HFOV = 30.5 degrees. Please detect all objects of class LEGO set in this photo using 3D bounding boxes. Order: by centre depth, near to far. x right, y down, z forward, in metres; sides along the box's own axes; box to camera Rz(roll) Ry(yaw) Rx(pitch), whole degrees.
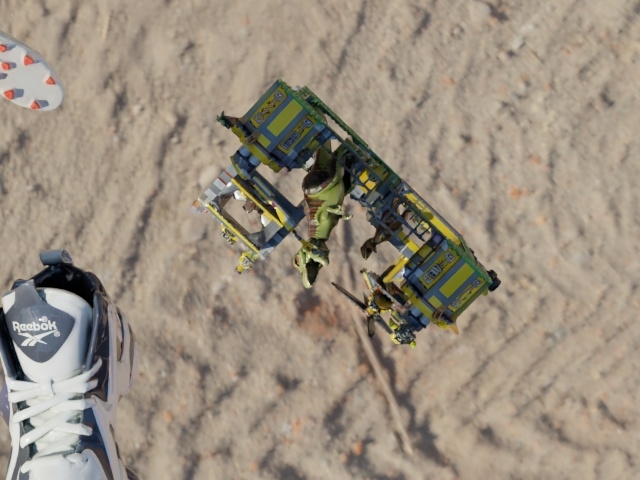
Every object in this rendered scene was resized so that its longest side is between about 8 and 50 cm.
[{"bbox_3d":[0.000,0.000,1.175,0.331,0.255,0.192,42,99,-13],"label":"LEGO set"}]

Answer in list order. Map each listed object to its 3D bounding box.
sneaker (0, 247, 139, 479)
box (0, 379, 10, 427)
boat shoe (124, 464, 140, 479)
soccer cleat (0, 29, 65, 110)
[{"bbox_3d":[-0.186,0.105,0.806,0.094,0.235,0.153,-3,135,12],"label":"sneaker"},{"bbox_3d":[-0.297,0.203,1.273,0.036,0.136,0.225,-27,165,-31],"label":"box"},{"bbox_3d":[-0.233,0.244,1.150,0.075,0.065,0.206,43,137,-14],"label":"boat shoe"},{"bbox_3d":[-0.375,-0.216,1.328,0.196,0.076,0.068,30,108,-19],"label":"soccer cleat"}]
